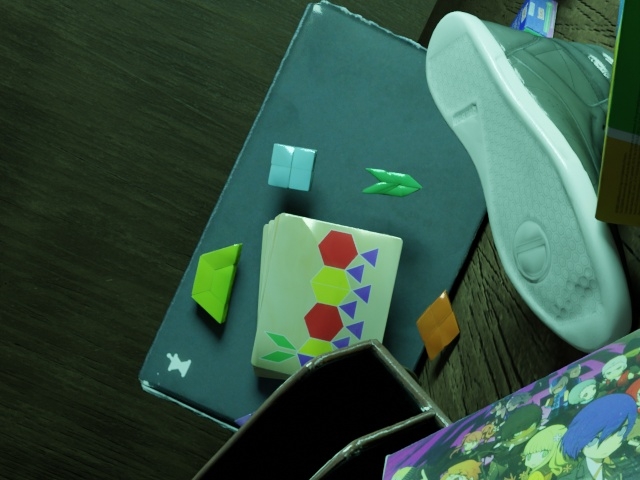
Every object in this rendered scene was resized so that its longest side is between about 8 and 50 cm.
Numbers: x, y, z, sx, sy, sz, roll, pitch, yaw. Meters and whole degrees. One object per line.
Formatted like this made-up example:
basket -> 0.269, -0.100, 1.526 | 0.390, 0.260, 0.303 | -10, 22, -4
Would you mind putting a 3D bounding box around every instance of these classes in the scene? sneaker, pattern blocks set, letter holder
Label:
sneaker -> 0.193, -0.053, 0.791 | 0.104, 0.147, 0.296 | 117, 144, -45
pattern blocks set -> 0.004, 0.071, 1.156 | 0.026, 0.285, 0.325 | -20, -50, -79
letter holder -> -0.050, 0.234, 0.771 | 0.302, 0.152, 0.214 | -49, -20, 19

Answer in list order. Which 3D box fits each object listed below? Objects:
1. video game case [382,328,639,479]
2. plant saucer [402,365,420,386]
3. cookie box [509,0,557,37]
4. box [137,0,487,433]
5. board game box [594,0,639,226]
video game case -> 0.114, 0.127, 0.453 | 0.232, 0.042, 0.210 | -33, 20, 27
plant saucer -> -0.004, 0.229, 1.025 | 0.278, 0.041, 0.278 | -39, -32, -31
cookie box -> 0.255, -0.246, 1.378 | 0.092, 0.040, 0.107 | -70, 6, -45
box -> 0.000, 0.000, 1.431 | 0.472, 0.297, 0.480 | 175, 119, -87
board game box -> 0.231, -0.199, 0.697 | 0.316, 0.064, 0.242 | -70, -19, -44
